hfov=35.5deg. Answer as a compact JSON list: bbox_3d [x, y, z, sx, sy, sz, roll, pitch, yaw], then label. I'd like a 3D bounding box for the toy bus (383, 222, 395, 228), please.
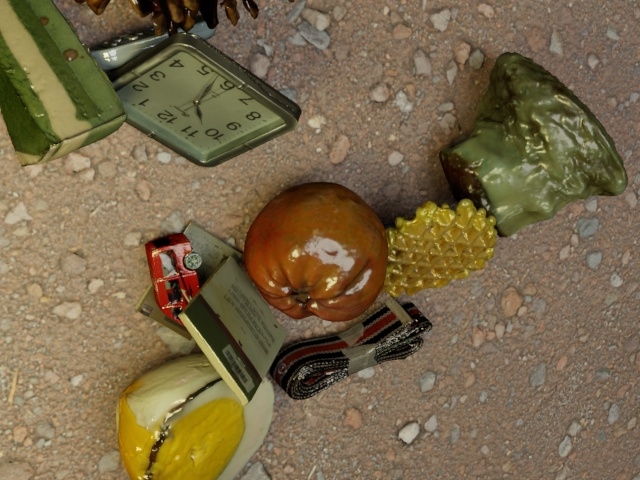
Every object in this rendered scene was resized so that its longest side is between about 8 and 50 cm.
[{"bbox_3d":[0.136,-0.007,2.118,0.153,0.051,0.061,-9,95,-30],"label":"toy bus"}]

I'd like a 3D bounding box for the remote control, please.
[{"bbox_3d":[-0.292,-0.343,1.731,0.244,0.087,0.047,-23,113,-25],"label":"remote control"}]

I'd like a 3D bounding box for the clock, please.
[{"bbox_3d":[-0.210,-0.238,1.714,0.273,0.279,0.049,32,55,-36],"label":"clock"}]

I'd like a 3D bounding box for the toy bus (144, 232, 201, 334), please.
[{"bbox_3d":[-0.263,0.089,1.850,0.089,0.081,0.195,-14,109,-18],"label":"toy bus"}]

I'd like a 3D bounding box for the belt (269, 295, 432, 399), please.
[{"bbox_3d":[0.065,0.230,2.095,0.359,0.094,0.126,-21,137,-23],"label":"belt"}]

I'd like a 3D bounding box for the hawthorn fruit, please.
[{"bbox_3d":[0.000,0.000,1.917,0.277,0.277,0.298,48,43,-32],"label":"hawthorn fruit"}]

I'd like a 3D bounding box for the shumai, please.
[{"bbox_3d":[0.430,-0.173,2.134,0.323,0.324,0.397,-43,112,3],"label":"shumai"}]

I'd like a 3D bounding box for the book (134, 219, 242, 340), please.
[{"bbox_3d":[-0.249,0.078,1.911,0.138,0.016,0.199,35,83,-34],"label":"book"}]

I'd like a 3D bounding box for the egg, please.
[{"bbox_3d":[-0.253,0.326,1.862,0.337,0.201,0.337,-33,145,-28],"label":"egg"}]

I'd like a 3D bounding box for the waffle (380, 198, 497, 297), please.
[{"bbox_3d":[0.224,0.022,2.055,0.329,0.329,0.062,9,54,-34],"label":"waffle"}]

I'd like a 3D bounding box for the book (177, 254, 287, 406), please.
[{"bbox_3d":[-0.151,0.155,1.806,0.026,0.289,0.201,-32,98,20],"label":"book"}]

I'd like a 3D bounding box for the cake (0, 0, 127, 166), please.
[{"bbox_3d":[-0.471,-0.262,1.662,0.158,0.172,0.284,-29,84,-31],"label":"cake"}]

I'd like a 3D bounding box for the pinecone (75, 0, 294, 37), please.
[{"bbox_3d":[-0.234,-0.475,1.597,0.384,0.384,0.384,-9,107,-31],"label":"pinecone"}]
